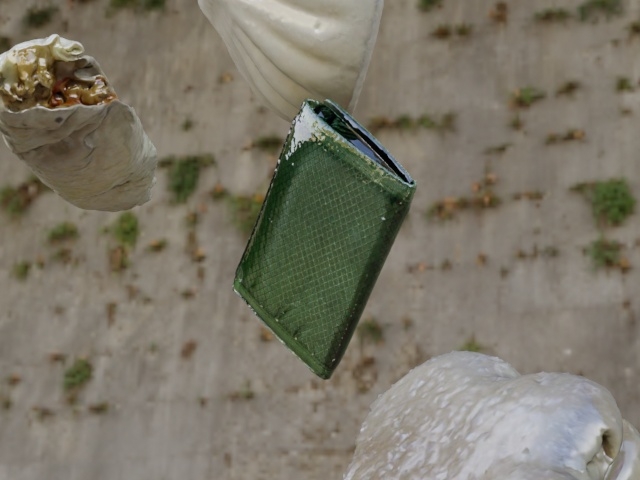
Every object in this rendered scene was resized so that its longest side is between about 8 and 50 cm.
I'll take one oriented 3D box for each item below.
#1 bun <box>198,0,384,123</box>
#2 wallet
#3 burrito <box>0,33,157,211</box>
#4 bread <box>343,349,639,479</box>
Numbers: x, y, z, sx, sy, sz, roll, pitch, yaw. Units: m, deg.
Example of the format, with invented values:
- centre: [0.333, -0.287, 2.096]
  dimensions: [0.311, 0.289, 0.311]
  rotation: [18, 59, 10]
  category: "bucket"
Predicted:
- centre: [-0.037, -0.247, 1.257]
  dimensions: [0.175, 0.263, 0.263]
  rotation: [9, -19, -11]
  category: "bun"
- centre: [0.002, 0.000, 1.194]
  dimensions: [0.055, 0.160, 0.236]
  rotation: [-9, -47, -40]
  category: "wallet"
- centre: [-0.214, -0.092, 1.109]
  dimensions: [0.117, 0.076, 0.392]
  rotation: [-11, -12, -3]
  category: "burrito"
- centre: [0.093, 0.171, 0.674]
  dimensions: [0.183, 0.337, 0.102]
  rotation: [-27, -67, 27]
  category: "bread"
